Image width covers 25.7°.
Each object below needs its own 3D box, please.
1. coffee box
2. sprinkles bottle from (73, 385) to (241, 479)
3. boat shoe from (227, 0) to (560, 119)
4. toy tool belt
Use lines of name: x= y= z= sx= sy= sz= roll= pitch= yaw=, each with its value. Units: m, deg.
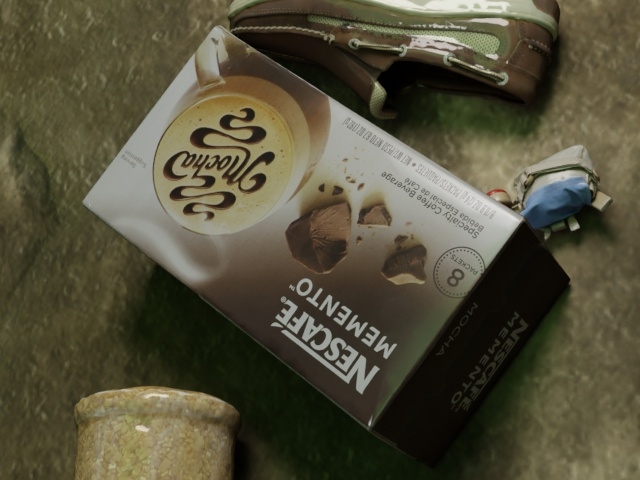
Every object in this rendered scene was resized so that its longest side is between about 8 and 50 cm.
coffee box: x=0.000 y=0.000 z=0.983 sx=0.297 sy=0.119 sz=0.168 roll=36 pitch=87 yaw=32
sprinkles bottle: x=-0.119 y=0.282 z=0.931 sx=0.121 sy=0.121 sz=0.356 roll=-7 pitch=67 yaw=23
boat shoe: x=0.043 y=-0.139 z=1.034 sx=0.257 sy=0.095 sz=0.095 roll=4 pitch=79 yaw=26
toy tool belt: x=0.155 y=-0.026 z=0.960 sx=0.083 sy=0.052 sz=0.051 roll=-27 pitch=53 yaw=15
